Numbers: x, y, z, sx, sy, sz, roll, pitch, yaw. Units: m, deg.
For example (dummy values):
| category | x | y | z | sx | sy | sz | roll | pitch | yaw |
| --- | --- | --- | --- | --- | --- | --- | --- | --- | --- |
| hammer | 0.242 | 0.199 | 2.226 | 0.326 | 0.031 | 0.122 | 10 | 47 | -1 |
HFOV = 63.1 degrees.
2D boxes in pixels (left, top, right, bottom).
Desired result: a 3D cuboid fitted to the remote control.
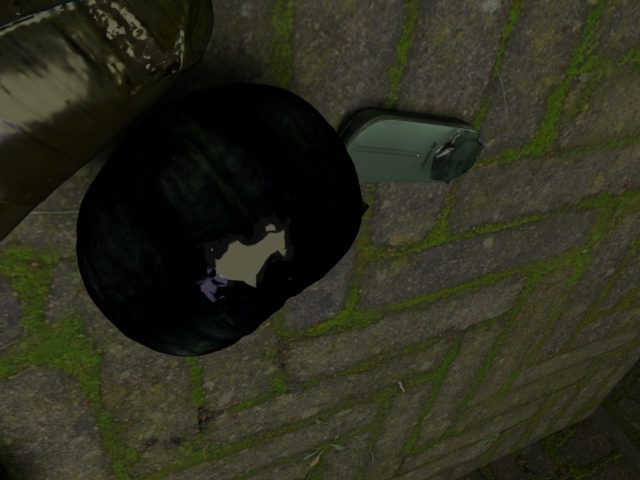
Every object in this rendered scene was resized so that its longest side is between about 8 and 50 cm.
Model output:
| category | x | y | z | sx | sy | sz | roll | pitch | yaw |
| --- | --- | --- | --- | --- | --- | --- | --- | --- | --- |
| remote control | 0.135 | -0.134 | 0.757 | 0.247 | 0.052 | 0.104 | -1 | 131 | -33 |

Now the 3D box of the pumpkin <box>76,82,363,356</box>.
| category | x | y | z | sx | sy | sz | roll | pitch | yaw |
| --- | --- | --- | --- | --- | --- | --- | --- | --- | --- |
| pumpkin | -0.105 | -0.033 | 0.543 | 0.315 | 0.238 | 0.315 | -40 | -179 | 1 |

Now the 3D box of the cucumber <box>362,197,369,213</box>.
| category | x | y | z | sx | sy | sz | roll | pitch | yaw |
| --- | --- | --- | --- | --- | --- | --- | --- | --- | --- |
| cucumber | 0.001 | 0.000 | 0.802 | 0.058 | 0.058 | 0.187 | 20 | 117 | -43 |

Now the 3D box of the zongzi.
| category | x | y | z | sx | sy | sz | roll | pitch | yaw |
| --- | --- | --- | --- | --- | --- | --- | --- | --- | --- |
| zongzi | -0.287 | -0.204 | 0.373 | 0.323 | 0.160 | 0.360 | -45 | 124 | -5 |
